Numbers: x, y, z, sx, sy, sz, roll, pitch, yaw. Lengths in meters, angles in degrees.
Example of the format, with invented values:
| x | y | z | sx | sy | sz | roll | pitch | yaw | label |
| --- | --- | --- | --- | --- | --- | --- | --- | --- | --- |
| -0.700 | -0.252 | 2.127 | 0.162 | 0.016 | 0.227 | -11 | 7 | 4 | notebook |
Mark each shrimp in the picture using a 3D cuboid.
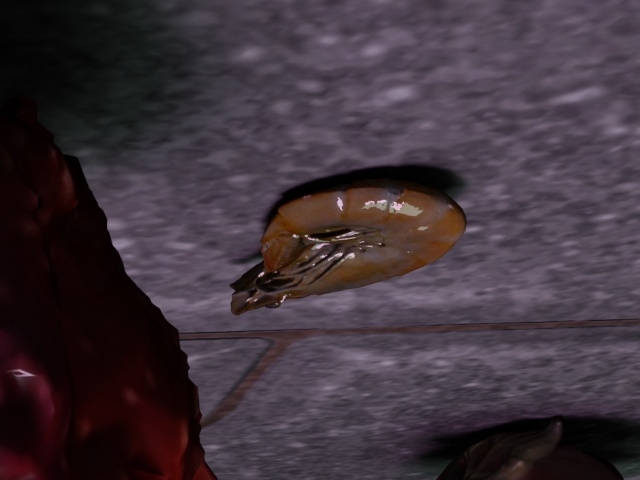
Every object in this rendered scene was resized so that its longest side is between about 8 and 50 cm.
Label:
| x | y | z | sx | sy | sz | roll | pitch | yaw | label |
| --- | --- | --- | --- | --- | --- | --- | --- | --- | --- |
| 0.000 | 0.000 | 0.592 | 0.108 | 0.023 | 0.059 | -19 | 149 | 34 | shrimp |

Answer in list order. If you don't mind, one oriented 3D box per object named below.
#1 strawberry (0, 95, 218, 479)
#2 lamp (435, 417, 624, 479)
| x | y | z | sx | sy | sz | roll | pitch | yaw | label |
| --- | --- | --- | --- | --- | --- | --- | --- | --- | --- |
| -0.153 | 0.042 | 0.392 | 0.274 | 0.220 | 0.274 | 7 | -164 | -2 | strawberry |
| 0.130 | 0.196 | 1.009 | 0.151 | 0.215 | 0.223 | -42 | 118 | 8 | lamp |
